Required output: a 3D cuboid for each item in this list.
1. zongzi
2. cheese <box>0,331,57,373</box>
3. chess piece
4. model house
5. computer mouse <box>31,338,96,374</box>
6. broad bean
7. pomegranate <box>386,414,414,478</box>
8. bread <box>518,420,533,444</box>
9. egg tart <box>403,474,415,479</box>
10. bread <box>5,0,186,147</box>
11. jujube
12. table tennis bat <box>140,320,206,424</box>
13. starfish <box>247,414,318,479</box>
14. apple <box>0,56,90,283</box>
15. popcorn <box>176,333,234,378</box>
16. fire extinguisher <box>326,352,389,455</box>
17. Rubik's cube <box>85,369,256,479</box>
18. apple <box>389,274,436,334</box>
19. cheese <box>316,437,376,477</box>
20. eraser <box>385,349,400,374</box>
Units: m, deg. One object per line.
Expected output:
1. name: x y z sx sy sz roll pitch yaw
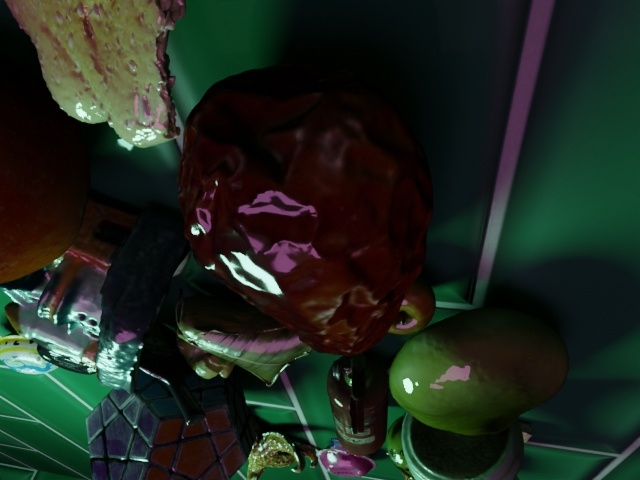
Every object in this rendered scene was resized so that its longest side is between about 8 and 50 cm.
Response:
1. zongzi: -0.098 0.113 0.737 0.205 0.094 0.204 30 136 -21
2. cheese: -0.571 0.235 1.063 0.250 0.064 0.156 -4 142 2
3. chess piece: 0.275 0.403 0.890 0.195 0.194 0.299 -9 131 27
4. model house: -0.336 0.048 0.665 0.291 0.184 0.253 26 146 -9
5. computer mouse: -0.438 0.166 0.908 0.137 0.096 0.233 29 145 -12
6. broad bean: 0.216 0.186 0.697 0.238 0.119 0.291 -15 143 11
7. pomegranate: 0.204 0.401 1.008 0.162 0.122 0.122 -35 128 9
8. bread: 0.349 0.404 0.990 0.068 0.028 0.153 16 124 -1
9. egg tart: 0.290 0.527 1.137 0.291 0.107 0.290 9 144 6
10. bread: -0.154 -0.191 0.331 0.182 0.039 0.250 29 125 14
11. jujube: 0.000 0.000 0.478 0.217 0.216 0.342 5 148 11
12. table tennis bat: -0.253 0.202 0.823 0.027 0.236 0.150 -50 145 7
13. starfish: -0.135 0.530 1.275 0.312 0.113 0.303 39 137 -25
14. apple: -0.334 -0.066 0.478 0.218 0.218 0.201 17 150 -5
15. popcorn: -0.189 0.178 0.857 0.109 0.089 0.097 27 -178 3
16. fire extinguisher: 0.067 0.290 0.866 0.107 0.147 0.336 -5 142 4
17. Rubik's cube: -0.279 0.364 0.969 0.319 0.319 0.263 13 116 0
18. apple: 0.101 0.075 0.639 0.090 0.074 0.089 7 140 6
19. cheese: 0.064 0.534 1.253 0.155 0.062 0.244 6 141 8
20. eraser: 0.140 0.202 0.835 0.038 0.019 0.083 19 143 -5
